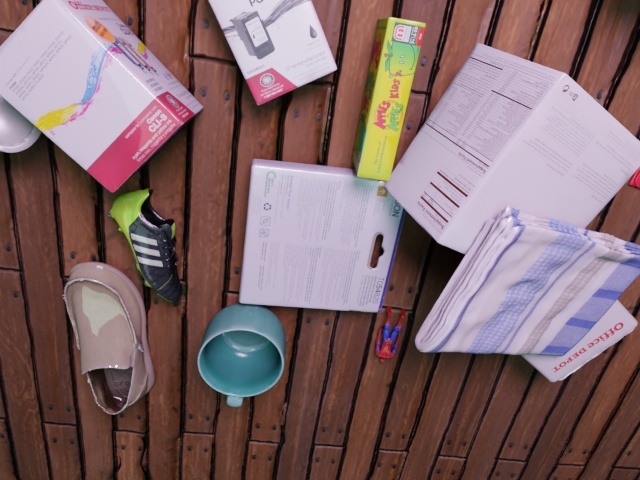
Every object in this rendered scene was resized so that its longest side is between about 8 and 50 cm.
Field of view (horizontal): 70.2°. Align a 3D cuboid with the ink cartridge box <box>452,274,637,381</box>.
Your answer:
[{"bbox_3d":[0.342,0.093,0.703,0.219,0.092,0.160,41,108,-19],"label":"ink cartridge box"}]

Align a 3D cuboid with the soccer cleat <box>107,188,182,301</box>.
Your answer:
[{"bbox_3d":[-0.237,0.010,0.665,0.072,0.060,0.178,-19,111,5],"label":"soccer cleat"}]

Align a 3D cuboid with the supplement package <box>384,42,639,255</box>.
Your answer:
[{"bbox_3d":[0.230,-0.088,0.560,0.194,0.149,0.203,20,114,-31],"label":"supplement package"}]

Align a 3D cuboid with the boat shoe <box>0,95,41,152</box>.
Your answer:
[{"bbox_3d":[-0.472,-0.217,0.537,0.302,0.091,0.114,48,61,-19],"label":"boat shoe"}]

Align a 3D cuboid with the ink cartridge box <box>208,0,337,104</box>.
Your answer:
[{"bbox_3d":[-0.059,-0.257,0.543,0.109,0.063,0.150,-22,114,8],"label":"ink cartridge box"}]

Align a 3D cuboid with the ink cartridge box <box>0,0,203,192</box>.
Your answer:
[{"bbox_3d":[-0.256,-0.175,0.539,0.127,0.128,0.176,-39,111,15],"label":"ink cartridge box"}]

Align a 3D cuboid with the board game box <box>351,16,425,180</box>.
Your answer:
[{"bbox_3d":[0.079,-0.176,0.570,0.043,0.092,0.181,8,114,-4],"label":"board game box"}]

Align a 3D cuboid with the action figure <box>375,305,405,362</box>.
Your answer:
[{"bbox_3d":[0.115,0.162,0.764,0.038,0.030,0.115,10,119,0],"label":"action figure"}]

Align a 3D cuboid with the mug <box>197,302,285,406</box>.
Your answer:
[{"bbox_3d":[-0.129,0.172,0.722,0.129,0.097,0.158,41,108,-19],"label":"mug"}]

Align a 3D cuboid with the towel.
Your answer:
[{"bbox_3d":[0.272,0.072,0.570,0.285,0.034,0.209,10,121,-27],"label":"towel"}]

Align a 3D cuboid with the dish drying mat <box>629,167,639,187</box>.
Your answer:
[{"bbox_3d":[0.482,-0.115,0.658,0.032,0.008,0.083,13,114,-9],"label":"dish drying mat"}]

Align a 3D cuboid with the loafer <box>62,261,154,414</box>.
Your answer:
[{"bbox_3d":[-0.327,0.160,0.712,0.102,0.092,0.268,-8,115,2],"label":"loafer"}]

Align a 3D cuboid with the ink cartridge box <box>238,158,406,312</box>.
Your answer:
[{"bbox_3d":[0.000,0.000,0.673,0.224,0.045,0.223,6,115,-9],"label":"ink cartridge box"}]
